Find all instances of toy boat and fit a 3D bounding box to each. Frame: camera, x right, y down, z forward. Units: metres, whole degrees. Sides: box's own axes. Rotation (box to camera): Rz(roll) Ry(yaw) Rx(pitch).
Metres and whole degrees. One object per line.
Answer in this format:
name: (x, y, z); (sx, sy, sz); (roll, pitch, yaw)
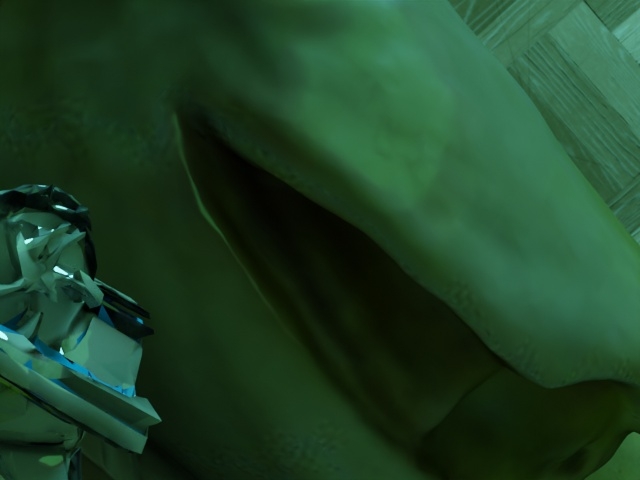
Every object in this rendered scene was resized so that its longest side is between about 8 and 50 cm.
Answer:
toy boat: (-0.125, -0.009, 0.367); (0.210, 0.066, 0.084); (33, -18, -31)

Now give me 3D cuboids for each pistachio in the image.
pistachio: (0.000, 0.000, 0.574); (0.288, 0.166, 0.197); (46, 7, -31)

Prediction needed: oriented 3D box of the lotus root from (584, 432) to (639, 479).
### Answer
lotus root: (0.118, 0.114, 0.733); (0.284, 0.146, 0.160); (52, 27, 8)
